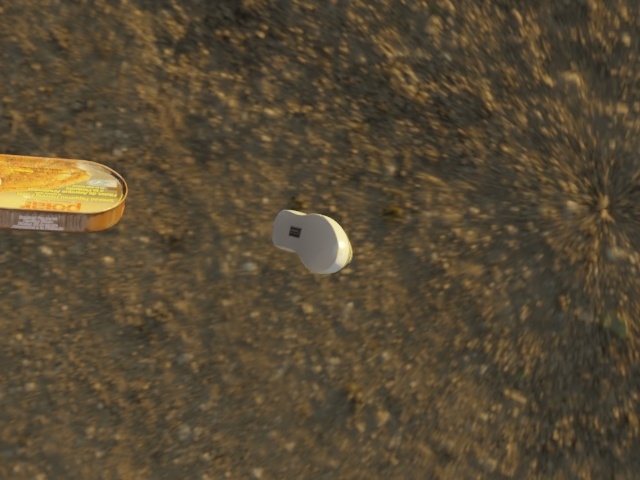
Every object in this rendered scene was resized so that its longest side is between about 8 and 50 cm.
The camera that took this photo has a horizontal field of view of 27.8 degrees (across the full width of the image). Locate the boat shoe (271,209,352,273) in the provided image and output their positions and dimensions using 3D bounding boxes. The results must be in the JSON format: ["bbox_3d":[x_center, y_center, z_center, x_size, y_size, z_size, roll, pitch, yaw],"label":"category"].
[{"bbox_3d":[0.000,0.000,1.149,0.040,0.142,0.049,14,96,-25],"label":"boat shoe"}]

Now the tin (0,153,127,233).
[{"bbox_3d":[-0.311,-0.051,1.432,0.190,0.106,0.040,4,121,-13],"label":"tin"}]
